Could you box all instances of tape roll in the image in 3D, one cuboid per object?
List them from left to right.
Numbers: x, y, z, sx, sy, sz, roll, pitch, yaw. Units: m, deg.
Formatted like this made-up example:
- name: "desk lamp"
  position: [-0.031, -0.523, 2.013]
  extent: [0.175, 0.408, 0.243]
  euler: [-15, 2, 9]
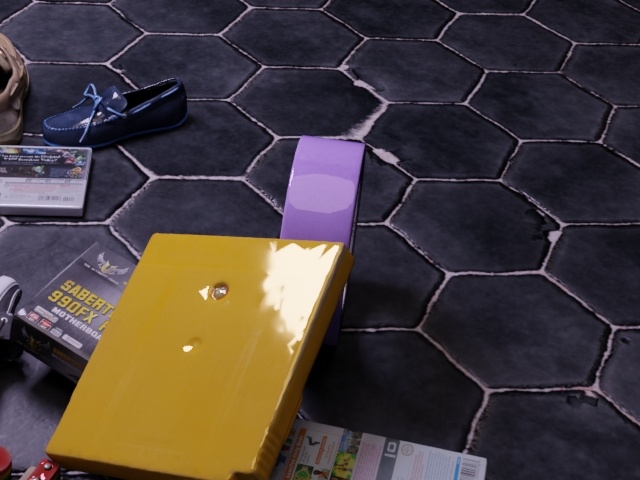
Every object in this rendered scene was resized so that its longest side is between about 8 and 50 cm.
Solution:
- name: "tape roll"
  position: [0.000, 0.000, 1.633]
  extent: [0.090, 0.275, 0.275]
  euler: [8, 36, 2]

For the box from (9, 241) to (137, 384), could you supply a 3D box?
- name: "box"
  position: [-0.253, 0.122, 1.573]
  extent: [0.231, 0.056, 0.183]
  euler: [31, 42, 9]

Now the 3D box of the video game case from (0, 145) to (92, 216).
- name: "video game case"
  position: [-0.462, -0.096, 1.915]
  extent: [0.190, 0.022, 0.173]
  euler: [1, 37, -5]

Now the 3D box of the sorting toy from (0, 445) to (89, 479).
- name: "sorting toy"
  position: [-0.290, 0.310, 1.350]
  extent: [0.274, 0.046, 0.132]
  euler: [19, 36, 12]

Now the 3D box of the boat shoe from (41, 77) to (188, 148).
- name: "boat shoe"
  position: [-0.350, -0.226, 2.051]
  extent: [0.258, 0.089, 0.109]
  euler: [-21, 44, -32]

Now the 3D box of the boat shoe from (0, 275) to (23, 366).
- name: "boat shoe"
  position: [-0.420, 0.135, 1.563]
  extent: [0.076, 0.080, 0.228]
  euler: [21, 34, -4]

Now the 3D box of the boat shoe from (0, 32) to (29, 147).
- name: "boat shoe"
  position: [-0.561, -0.288, 2.087]
  extent: [0.121, 0.110, 0.341]
  euler: [-6, 38, -16]

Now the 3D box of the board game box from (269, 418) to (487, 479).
- name: "board game box"
  position: [0.018, 0.320, 1.350]
  extent: [0.303, 0.097, 0.224]
  euler: [12, 37, 8]

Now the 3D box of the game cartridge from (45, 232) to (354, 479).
- name: "game cartridge"
  position: [-0.137, 0.135, 1.417]
  extent: [0.285, 0.053, 0.324]
  euler: [3, 55, 30]
